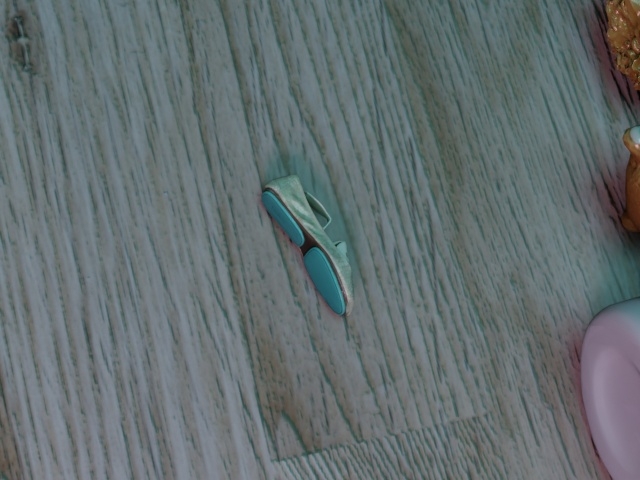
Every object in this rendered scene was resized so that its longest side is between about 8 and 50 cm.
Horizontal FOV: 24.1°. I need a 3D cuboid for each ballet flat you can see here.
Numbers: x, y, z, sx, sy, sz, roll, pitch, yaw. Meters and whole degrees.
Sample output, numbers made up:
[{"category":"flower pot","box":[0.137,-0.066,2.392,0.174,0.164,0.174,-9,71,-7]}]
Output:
[{"category":"ballet flat","box":[0.000,0.000,1.608,0.052,0.057,0.168,-30,84,-28]}]

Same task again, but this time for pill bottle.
[{"category":"pill bottle","box":[0.505,0.136,1.598,0.407,0.229,0.229,-13,79,-16]}]

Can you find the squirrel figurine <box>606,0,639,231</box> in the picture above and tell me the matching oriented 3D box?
[{"category":"squirrel figurine","box":[0.474,-0.157,1.680,0.370,0.281,0.397,-31,63,-4]}]
